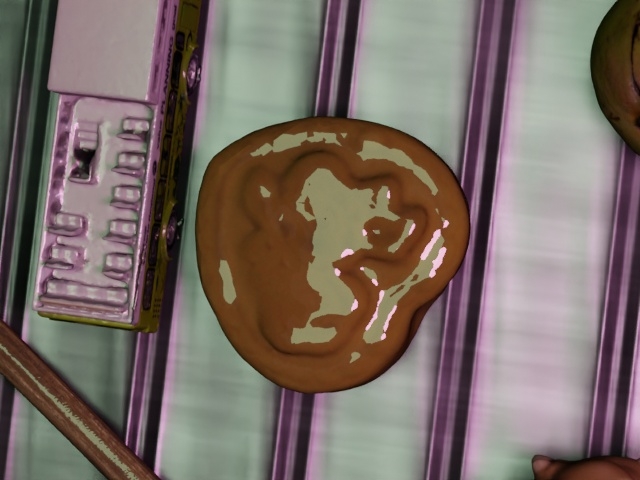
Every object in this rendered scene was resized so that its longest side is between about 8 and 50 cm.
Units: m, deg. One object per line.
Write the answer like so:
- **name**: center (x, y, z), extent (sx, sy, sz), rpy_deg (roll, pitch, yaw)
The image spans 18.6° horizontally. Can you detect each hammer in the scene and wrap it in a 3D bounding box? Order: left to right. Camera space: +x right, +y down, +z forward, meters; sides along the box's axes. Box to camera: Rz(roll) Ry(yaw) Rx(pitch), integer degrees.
- **hammer**: center (-0.215, 0.159, 1.700), extent (0.365, 0.043, 0.111), rpy_deg (44, 96, 10)

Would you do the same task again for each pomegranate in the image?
- **pomegranate**: center (0.311, -0.149, 1.580), extent (0.179, 0.210, 0.179), rpy_deg (11, 123, 18)

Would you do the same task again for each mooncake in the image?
- **mooncake**: center (0.000, 0.000, 1.635), extent (0.235, 0.117, 0.235), rpy_deg (0, 91, 8)

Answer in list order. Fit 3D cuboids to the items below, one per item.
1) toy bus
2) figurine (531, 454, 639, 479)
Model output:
- **toy bus**: center (-0.172, -0.074, 1.647), extent (0.113, 0.139, 0.301), rpy_deg (7, 91, 11)
- **figurine**: center (0.202, 0.265, 1.577), extent (0.177, 0.173, 0.247), rpy_deg (49, 123, 27)
